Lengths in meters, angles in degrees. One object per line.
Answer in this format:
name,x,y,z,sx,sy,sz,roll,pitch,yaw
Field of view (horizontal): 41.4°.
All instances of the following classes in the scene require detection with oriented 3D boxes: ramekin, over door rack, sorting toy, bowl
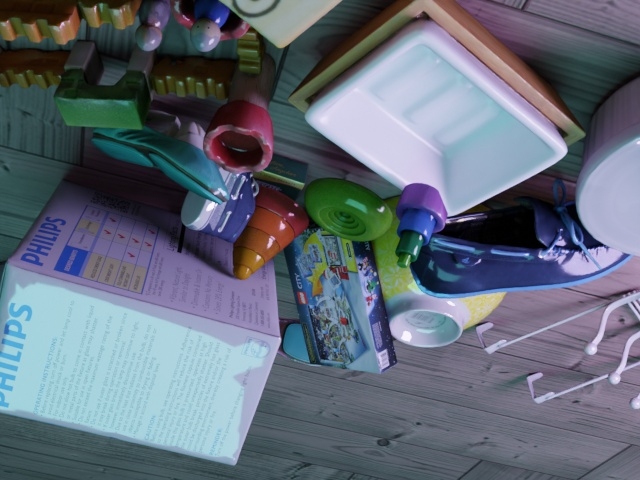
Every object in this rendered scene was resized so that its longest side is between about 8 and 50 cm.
ramekin,0.459,-0.103,1.069,0.272,0.127,0.273,5,145,4
over door rack,0.478,0.216,1.519,0.324,0.108,0.239,-18,136,31
sorting toy,0.000,0.000,1.154,0.365,0.126,0.127,-1,144,40
bowl,0.168,0.074,1.343,0.289,0.156,0.289,6,144,4

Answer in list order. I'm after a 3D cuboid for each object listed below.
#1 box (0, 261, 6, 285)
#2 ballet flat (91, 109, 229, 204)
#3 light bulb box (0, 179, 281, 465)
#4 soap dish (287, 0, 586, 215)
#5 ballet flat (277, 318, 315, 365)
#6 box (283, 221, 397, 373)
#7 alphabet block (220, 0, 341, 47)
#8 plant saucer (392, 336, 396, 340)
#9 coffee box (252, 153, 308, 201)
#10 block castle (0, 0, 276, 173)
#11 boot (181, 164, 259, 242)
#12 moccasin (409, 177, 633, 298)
box,-0.649,0.137,1.575,0.290,0.169,0.087,-6,142,19
ballet flat,-0.204,-0.128,1.137,0.247,0.087,0.083,24,166,30
light bulb box,-0.266,0.108,1.261,0.361,0.358,0.225,16,109,-11
soap dish,0.144,-0.169,1.045,0.291,0.118,0.229,32,138,-29
ballet flat,-0.076,0.190,1.630,0.221,0.077,0.079,15,162,-1
box,0.026,0.085,1.323,0.159,0.044,0.233,0,106,47
alphabet block,-0.029,-0.336,0.777,0.197,0.193,0.192,-29,129,36
plant saucer,0.081,0.138,1.554,0.168,0.029,0.168,5,145,4
coffee box,-0.101,-0.066,1.298,0.113,0.040,0.184,19,143,-14
block castle,-0.280,-0.223,0.973,0.453,0.213,0.303,5,144,5
boot,-0.119,-0.093,1.181,0.086,0.190,0.069,24,-176,-43
moccasin,0.296,-0.001,1.178,0.342,0.138,0.117,-14,129,-11
